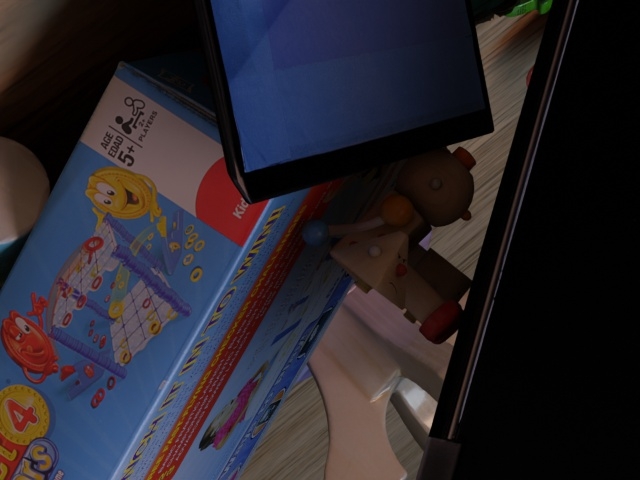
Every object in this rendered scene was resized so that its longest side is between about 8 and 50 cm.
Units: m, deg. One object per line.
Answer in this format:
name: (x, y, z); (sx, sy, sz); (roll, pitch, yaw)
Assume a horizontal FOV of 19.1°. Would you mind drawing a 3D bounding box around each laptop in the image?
laptop: (0.056, -0.167, 0.752); (0.264, 0.136, 0.234); (-50, 166, 27)
laptop: (0.206, -0.003, 0.848); (0.408, 0.236, 0.382); (38, 67, -60)

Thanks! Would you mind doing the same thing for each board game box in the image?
board game box: (-0.073, 0.049, 0.946); (0.308, 0.086, 0.302); (-60, 169, 17)

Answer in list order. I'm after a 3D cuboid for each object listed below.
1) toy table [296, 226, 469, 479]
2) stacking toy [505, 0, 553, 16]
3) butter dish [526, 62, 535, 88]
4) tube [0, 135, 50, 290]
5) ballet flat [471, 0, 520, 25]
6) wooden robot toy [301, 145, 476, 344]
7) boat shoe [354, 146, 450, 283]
toy table: (0.058, 0.089, 1.491); (0.252, 0.161, 0.274); (-43, 168, 0)
stacking toy: (0.179, -0.232, 1.107); (0.221, 0.052, 0.167); (-40, 165, -5)
butter dish: (0.231, -0.150, 1.377); (0.160, 0.118, 0.160); (34, 109, -34)
tube: (-0.161, 0.020, 0.896); (0.080, 0.052, 0.207); (-39, 169, -26)
ballet flat: (0.090, -0.171, 0.969); (0.241, 0.091, 0.077); (-37, -169, -8)
wooden robot toy: (0.051, -0.004, 0.876); (0.079, 0.076, 0.173); (-51, 171, 2)
boat shoe: (0.000, 0.000, 1.241); (0.207, 0.073, 0.073); (-45, 168, 11)
